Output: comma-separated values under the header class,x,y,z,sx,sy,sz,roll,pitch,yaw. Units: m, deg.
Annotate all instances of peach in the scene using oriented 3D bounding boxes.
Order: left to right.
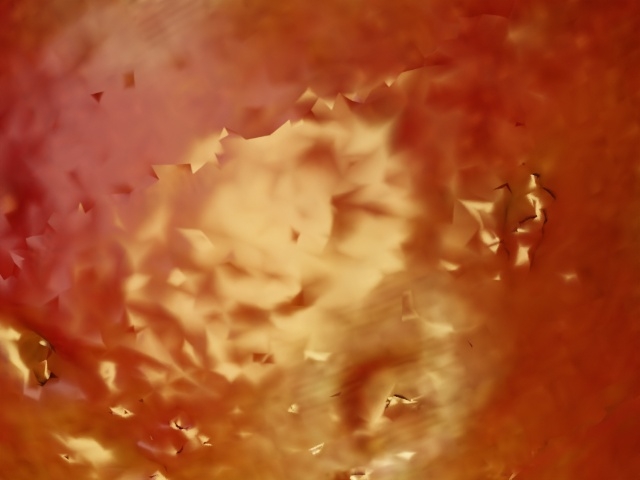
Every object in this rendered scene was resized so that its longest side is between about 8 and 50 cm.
class,x,y,z,sx,sy,sz,roll,pitch,yaw
peach,0.000,0.000,0.688,0.416,0.353,0.339,-57,47,23
